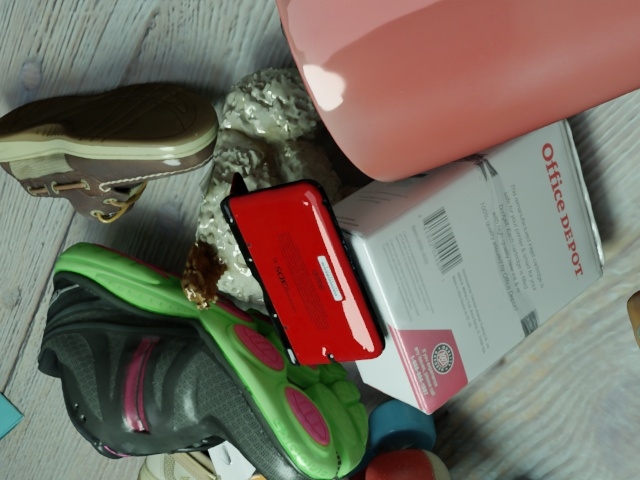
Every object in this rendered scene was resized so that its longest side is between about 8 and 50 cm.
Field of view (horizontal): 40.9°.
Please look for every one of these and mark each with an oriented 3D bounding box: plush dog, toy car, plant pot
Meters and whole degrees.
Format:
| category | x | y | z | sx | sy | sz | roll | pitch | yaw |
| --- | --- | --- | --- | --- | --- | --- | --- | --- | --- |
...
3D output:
| category | x | y | z | sx | sy | sz | roll | pitch | yaw |
| --- | --- | --- | --- | --- | --- | --- | --- | --- | --- |
| plush dog | 0.000 | 0.000 | 0.803 | 0.226 | 0.210 | 0.262 | 12 | 128 | -4 |
| toy car | -0.002 | 0.288 | 0.890 | 0.238 | 0.219 | 0.210 | 13 | 133 | -16 |
| plant pot | 0.128 | -0.192 | 0.549 | 0.243 | 0.275 | 0.274 | -11 | 113 | 24 |

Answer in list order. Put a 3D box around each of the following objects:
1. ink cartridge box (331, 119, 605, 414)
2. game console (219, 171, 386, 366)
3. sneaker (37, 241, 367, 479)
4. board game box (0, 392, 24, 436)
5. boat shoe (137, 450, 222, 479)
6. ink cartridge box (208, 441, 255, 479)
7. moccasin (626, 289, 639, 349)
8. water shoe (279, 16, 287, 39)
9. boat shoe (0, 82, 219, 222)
| category | x | y | z | sx | sy | sz | roll | pitch | yaw |
| --- | --- | --- | --- | --- | --- | --- | --- | --- | --- |
| ink cartridge box | 0.114 | 0.007 | 0.691 | 0.092 | 0.218 | 0.158 | 14 | 130 | 57 |
| game console | -0.011 | 0.014 | 0.655 | 0.124 | 0.085 | 0.144 | -11 | 112 | 34 |
| sneaker | -0.139 | 0.152 | 0.891 | 0.483 | 0.185 | 0.202 | 20 | 86 | 47 |
| board game box | -0.660 | 0.292 | 1.278 | 0.254 | 0.336 | 0.079 | 47 | 132 | -2 |
| boat shoe | -0.061 | 0.320 | 1.071 | 0.341 | 0.121 | 0.110 | 21 | 106 | 4 |
| ink cartridge box | -0.067 | 0.208 | 0.988 | 0.090 | 0.143 | 0.092 | 1 | 119 | 31 |
| moccasin | 0.369 | 0.202 | 0.718 | 0.147 | 0.139 | 0.380 | -20 | 107 | 40 |
| water shoe | 0.013 | -0.255 | 0.703 | 0.080 | 0.073 | 0.203 | 7 | 129 | 2 |
| boat shoe | -0.229 | -0.085 | 0.923 | 0.342 | 0.123 | 0.123 | 2 | 127 | 35 |
